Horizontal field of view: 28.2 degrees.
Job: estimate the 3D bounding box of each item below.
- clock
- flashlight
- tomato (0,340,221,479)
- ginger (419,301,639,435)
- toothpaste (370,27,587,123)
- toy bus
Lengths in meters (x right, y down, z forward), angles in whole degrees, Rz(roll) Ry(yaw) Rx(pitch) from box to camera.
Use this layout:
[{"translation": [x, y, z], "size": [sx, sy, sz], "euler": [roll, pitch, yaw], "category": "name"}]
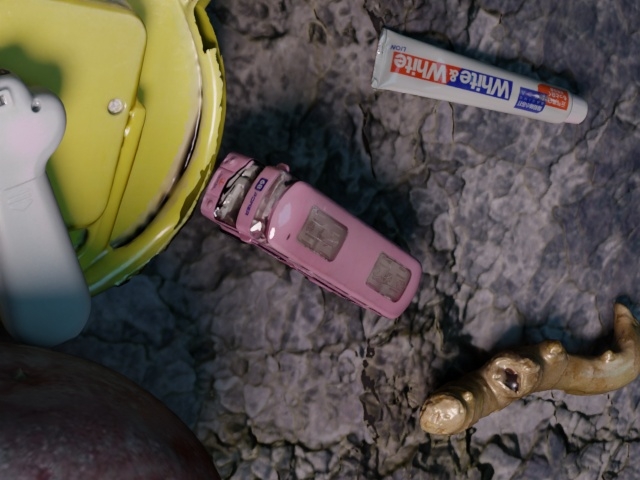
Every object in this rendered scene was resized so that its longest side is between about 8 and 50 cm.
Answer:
[{"translation": [-0.199, -0.090, 0.868], "size": [0.277, 0.071, 0.293], "euler": [13, 104, -37], "category": "clock"}, {"translation": [-0.197, -0.016, 0.830], "size": [0.093, 0.047, 0.200], "euler": [-24, 126, -22], "category": "flashlight"}, {"translation": [-0.207, 0.211, 0.786], "size": [0.317, 0.317, 0.282], "euler": [0, 108, -31], "category": "tomato"}, {"translation": [0.201, 0.119, 1.158], "size": [0.288, 0.075, 0.089], "euler": [-15, 149, -30], "category": "ginger"}, {"translation": [0.139, -0.133, 1.093], "size": [0.218, 0.033, 0.052], "euler": [10, 90, -28], "category": "toothpaste"}, {"translation": [0.000, 0.000, 0.983], "size": [0.203, 0.090, 0.063], "euler": [32, 84, -47], "category": "toy bus"}]
